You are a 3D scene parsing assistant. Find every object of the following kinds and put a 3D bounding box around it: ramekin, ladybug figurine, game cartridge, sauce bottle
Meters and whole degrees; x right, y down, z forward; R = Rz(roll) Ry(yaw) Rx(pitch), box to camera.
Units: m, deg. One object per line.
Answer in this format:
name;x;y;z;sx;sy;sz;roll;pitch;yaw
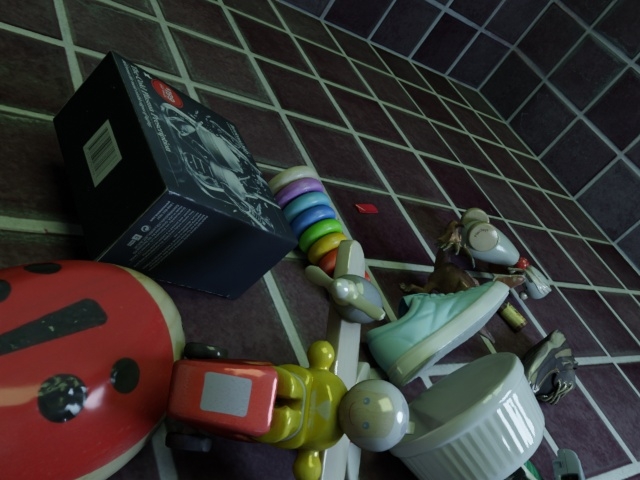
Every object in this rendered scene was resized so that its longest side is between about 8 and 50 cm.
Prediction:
ramekin;0.253;0.320;0.995;0.127;0.272;0.272;56;34;4
ladybug figurine;-0.337;0.149;0.697;0.305;0.162;0.449;45;32;11
game cartridge;0.462;0.546;1.008;0.198;0.062;0.297;61;25;-24
sauce bottle;0.518;0.194;1.617;0.128;0.042;0.042;50;33;20

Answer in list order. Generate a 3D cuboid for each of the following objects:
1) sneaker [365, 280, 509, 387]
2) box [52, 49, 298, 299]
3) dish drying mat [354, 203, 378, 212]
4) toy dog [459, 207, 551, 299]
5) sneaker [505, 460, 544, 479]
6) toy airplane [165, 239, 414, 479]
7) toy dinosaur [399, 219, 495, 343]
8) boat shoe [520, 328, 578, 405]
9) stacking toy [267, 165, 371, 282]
sneaker;0.250;0.152;1.230;0.365;0.135;0.150;-26;63;-32
box;-0.252;-0.103;1.019;0.312;0.179;0.343;24;30;-53
dish drying mat;0.127;-0.090;1.617;0.083;0.008;0.032;-4;50;-47
toy dog;0.498;0.066;1.680;0.334;0.161;0.220;51;19;12
sneaker;0.355;0.434;1.122;0.275;0.107;0.110;56;18;18
toy airplane;0.017;0.240;0.794;0.384;0.272;0.387;-36;108;-43
toy dinosaur;0.332;0.108;1.390;0.127;0.200;0.296;-6;53;-49
boat shoe;0.557;0.322;1.411;0.130;0.132;0.355;49;34;18
stacking toy;0.000;0.000;1.281;0.141;0.141;0.331;-5;59;-48
